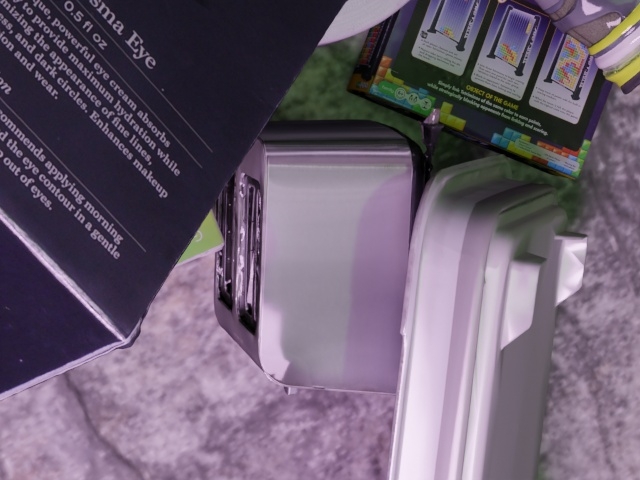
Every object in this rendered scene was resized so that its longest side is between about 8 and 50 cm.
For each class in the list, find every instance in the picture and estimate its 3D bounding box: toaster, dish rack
[{"bbox_3d":[0.000,0.000,1.135,0.110,0.168,0.186,0,99,-14],"label":"toaster"},{"bbox_3d":[0.108,0.118,1.139,0.072,0.285,0.333,9,98,15],"label":"dish rack"}]

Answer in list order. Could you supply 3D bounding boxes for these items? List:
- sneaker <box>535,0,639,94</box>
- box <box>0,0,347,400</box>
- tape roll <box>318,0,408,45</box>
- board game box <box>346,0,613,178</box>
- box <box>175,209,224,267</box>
[{"bbox_3d":[0.231,-0.251,1.187,0.121,0.111,0.300,33,67,-12],"label":"sneaker"},{"bbox_3d":[-0.193,-0.142,0.913,0.343,0.179,0.312,48,46,-18],"label":"box"},{"bbox_3d":[-0.022,-0.230,1.122,0.219,0.072,0.219,0,93,-7],"label":"tape roll"},{"bbox_3d":[0.121,-0.137,1.221,0.170,0.048,0.141,21,89,-20],"label":"board game box"},{"bbox_3d":[-0.223,-0.097,1.109,0.232,0.058,0.322,-24,104,-14],"label":"box"}]
